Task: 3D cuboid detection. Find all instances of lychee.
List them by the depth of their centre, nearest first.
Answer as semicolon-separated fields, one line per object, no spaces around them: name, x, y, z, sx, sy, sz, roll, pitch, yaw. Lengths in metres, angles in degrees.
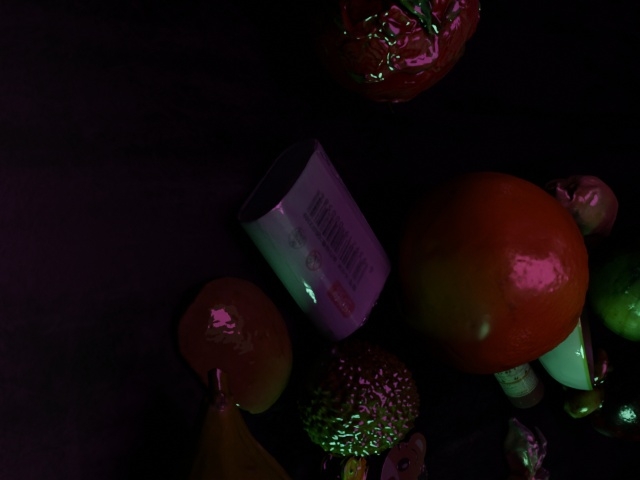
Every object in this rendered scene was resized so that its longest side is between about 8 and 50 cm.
lychee;0.053;0.213;1.099;0.171;0.171;0.171;6;82;-49

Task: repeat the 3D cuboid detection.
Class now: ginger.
ginger;0.543;-0.058;1.723;0.267;0.138;0.152;49;56;-41

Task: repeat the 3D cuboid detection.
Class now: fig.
fig;-0.069;0.325;0.907;0.233;0.233;0.314;36;56;-42

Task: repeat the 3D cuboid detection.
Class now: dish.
dish;0.433;0.123;1.564;0.324;0.124;0.324;-9;90;-71

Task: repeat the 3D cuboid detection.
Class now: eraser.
eraser;0.000;0.000;1.125;0.227;0.081;0.174;56;45;-29

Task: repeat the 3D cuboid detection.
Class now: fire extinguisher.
fire extinguisher;0.346;0.203;1.495;0.231;0.099;0.071;57;22;-30

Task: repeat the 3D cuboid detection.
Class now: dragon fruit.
dragon fruit;0.107;-0.317;1.162;0.299;0.244;0.244;-48;123;-59

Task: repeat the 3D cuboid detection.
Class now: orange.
orange;0.253;0.048;1.250;0.312;0.312;0.312;6;82;-49

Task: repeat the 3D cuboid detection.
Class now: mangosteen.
mangosteen;0.610;0.297;1.714;0.265;0.228;0.228;16;72;-16

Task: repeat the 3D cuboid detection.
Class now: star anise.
star anise;0.386;0.443;1.544;0.172;0.063;0.208;45;55;-39

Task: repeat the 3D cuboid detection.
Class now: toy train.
toy train;0.055;0.287;1.185;0.250;0.053;0.085;-59;136;-35

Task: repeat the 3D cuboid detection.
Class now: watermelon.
watermelon;0.652;0.085;1.649;0.242;0.242;0.242;6;82;-49

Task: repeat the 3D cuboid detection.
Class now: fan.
fan;0.105;0.388;1.263;0.226;0.008;0.153;-6;92;-49

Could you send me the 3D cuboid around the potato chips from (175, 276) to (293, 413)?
potato chips;-0.091;0.130;1.032;0.150;0.049;0.202;-56;132;-30
